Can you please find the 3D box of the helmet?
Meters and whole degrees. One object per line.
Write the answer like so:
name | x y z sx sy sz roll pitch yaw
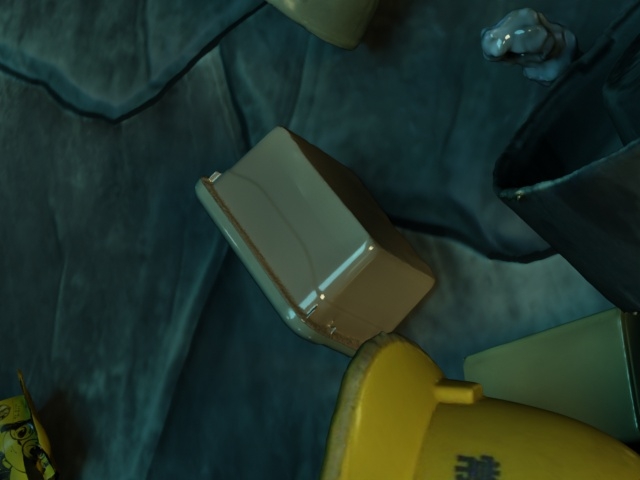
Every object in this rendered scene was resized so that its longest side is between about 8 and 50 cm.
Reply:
helmet | 0.092 0.149 0.521 0.140 0.257 0.205 2 58 15

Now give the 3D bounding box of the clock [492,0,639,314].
clock | 0.190 -0.095 0.440 0.312 0.312 0.061 -39 96 29

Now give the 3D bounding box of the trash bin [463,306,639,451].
trash bin | 0.114 0.071 0.623 0.092 0.043 0.061 -20 67 39

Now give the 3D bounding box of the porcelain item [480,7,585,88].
porcelain item | 0.106 -0.087 0.639 0.036 0.083 0.028 -11 71 44

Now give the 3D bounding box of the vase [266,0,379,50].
vase | 0.042 -0.218 0.725 0.219 0.096 0.096 -54 51 15

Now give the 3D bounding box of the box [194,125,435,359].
box | 0.000 0.000 0.714 0.062 0.089 0.122 -45 54 13

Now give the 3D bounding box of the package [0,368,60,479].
package | -0.209 0.152 0.889 0.131 0.047 0.071 -48 50 21
